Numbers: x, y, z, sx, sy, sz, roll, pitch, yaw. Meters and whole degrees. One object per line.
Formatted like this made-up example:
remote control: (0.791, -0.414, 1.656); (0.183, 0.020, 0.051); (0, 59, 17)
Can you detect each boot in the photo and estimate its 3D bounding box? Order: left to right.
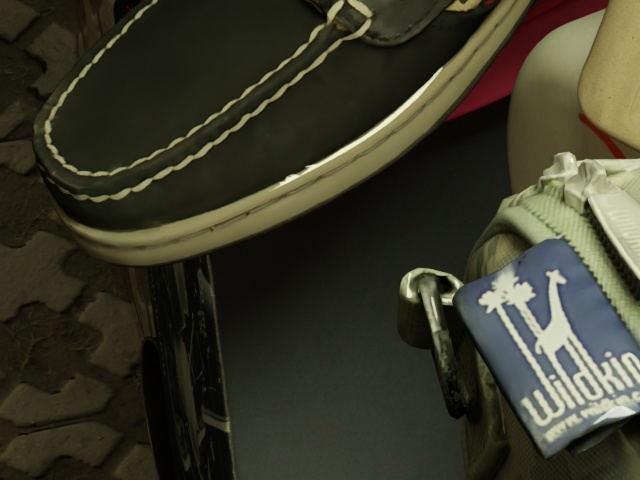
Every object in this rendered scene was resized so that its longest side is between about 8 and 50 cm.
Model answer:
boot: (0.004, -0.187, 0.711); (0.138, 0.377, 0.284); (51, 177, 43)

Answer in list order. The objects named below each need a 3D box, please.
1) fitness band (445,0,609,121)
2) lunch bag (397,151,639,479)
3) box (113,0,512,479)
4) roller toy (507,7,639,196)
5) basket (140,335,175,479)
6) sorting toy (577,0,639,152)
fitness band: (0.043, -0.163, 0.927); (0.054, 0.291, 0.209); (-3, 111, 61)
lunch bag: (0.187, 0.089, 0.429); (0.212, 0.305, 0.256); (115, 143, -64)
box: (0.000, 0.000, 1.124); (0.312, 0.179, 0.343); (173, 89, -79)
roller toy: (0.173, -0.013, 0.770); (0.191, 0.146, 0.209); (111, 136, -70)
basket: (-0.005, 0.127, 1.473); (0.204, 0.227, 0.154); (-170, 71, -77)
sorting toy: (0.193, -0.080, 0.602); (0.208, 0.038, 0.193); (34, 120, 27)
